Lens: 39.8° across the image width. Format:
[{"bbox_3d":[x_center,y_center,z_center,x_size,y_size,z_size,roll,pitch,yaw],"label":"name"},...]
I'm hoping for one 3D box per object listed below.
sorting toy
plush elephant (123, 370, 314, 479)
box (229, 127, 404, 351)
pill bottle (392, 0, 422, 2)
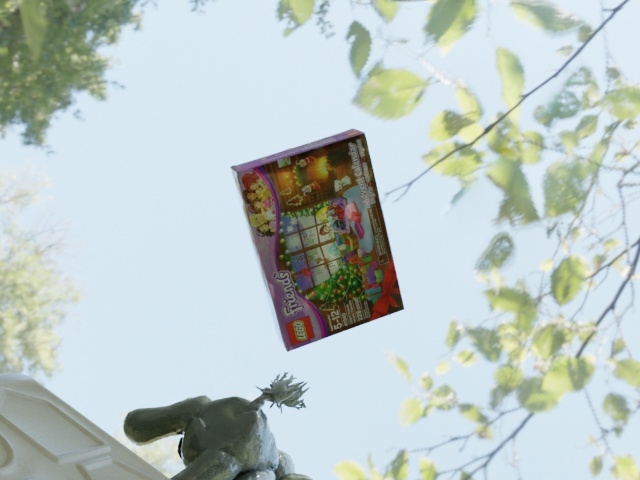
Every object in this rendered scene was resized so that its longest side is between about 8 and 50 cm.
[{"bbox_3d":[-0.150,0.132,0.479,0.208,0.193,0.038,27,-90,14],"label":"sorting toy"},{"bbox_3d":[-0.146,0.394,1.520,0.272,0.330,0.255,44,-25,51],"label":"plush elephant"},{"bbox_3d":[0.000,0.000,1.334,0.057,0.201,0.293,-141,-146,-67],"label":"box"},{"bbox_3d":[0.163,-0.328,0.881,0.160,0.283,0.160,19,-63,41],"label":"pill bottle"}]
